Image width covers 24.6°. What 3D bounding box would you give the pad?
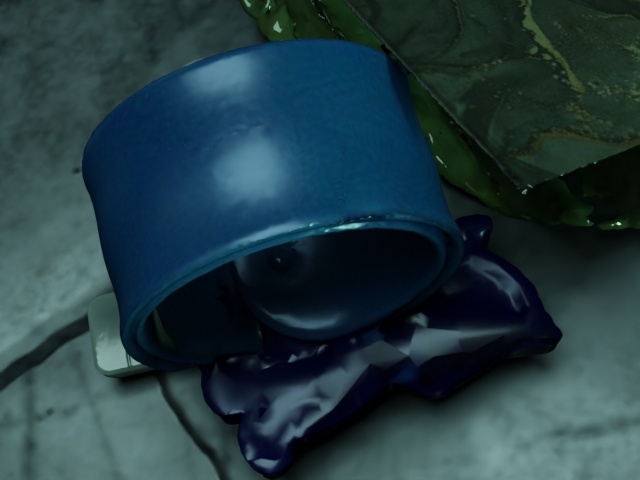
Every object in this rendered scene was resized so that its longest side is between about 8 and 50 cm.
[{"bbox_3d":[0.092,-0.184,0.768,0.247,0.007,0.367,-23,57,-25],"label":"pad"}]

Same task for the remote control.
[{"bbox_3d":[-0.036,0.037,0.818,0.184,0.027,0.050,-12,66,1],"label":"remote control"}]

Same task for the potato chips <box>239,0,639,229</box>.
[{"bbox_3d":[0.161,-0.198,0.863,0.389,0.097,0.373,32,71,25],"label":"potato chips"}]

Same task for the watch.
[{"bbox_3d":[-0.009,-0.002,0.711,0.196,0.200,0.171,-26,66,-2],"label":"watch"}]
